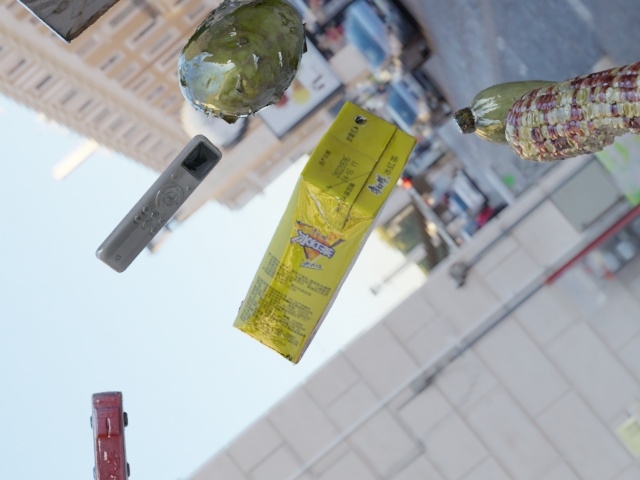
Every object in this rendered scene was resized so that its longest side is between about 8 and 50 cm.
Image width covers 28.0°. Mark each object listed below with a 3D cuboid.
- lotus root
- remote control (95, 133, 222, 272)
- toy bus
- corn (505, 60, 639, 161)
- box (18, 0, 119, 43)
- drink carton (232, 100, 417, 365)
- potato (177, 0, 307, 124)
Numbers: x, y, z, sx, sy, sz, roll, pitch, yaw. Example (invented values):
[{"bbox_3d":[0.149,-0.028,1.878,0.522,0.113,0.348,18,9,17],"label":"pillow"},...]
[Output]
[{"bbox_3d":[0.277,-0.179,1.819,0.077,0.183,0.090,74,-170,-77],"label":"lotus root"},{"bbox_3d":[-0.257,-0.057,2.062,0.029,0.261,0.067,40,178,46],"label":"remote control"},{"bbox_3d":[-0.353,0.347,2.161,0.077,0.065,0.192,121,144,-76],"label":"toy bus"},{"bbox_3d":[0.339,-0.154,1.507,0.290,0.098,0.098,-9,130,51],"label":"corn"},{"bbox_3d":[-0.379,-0.454,1.822,0.190,0.225,0.297,49,-179,14],"label":"box"},{"bbox_3d":[0.000,0.000,1.651,0.111,0.154,0.351,29,141,2],"label":"drink carton"},{"bbox_3d":[-0.067,-0.170,1.145,0.225,0.117,0.090,-87,-28,-67],"label":"potato"}]
